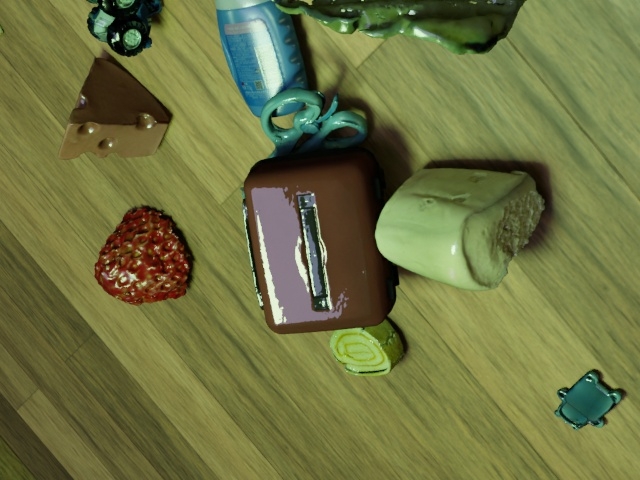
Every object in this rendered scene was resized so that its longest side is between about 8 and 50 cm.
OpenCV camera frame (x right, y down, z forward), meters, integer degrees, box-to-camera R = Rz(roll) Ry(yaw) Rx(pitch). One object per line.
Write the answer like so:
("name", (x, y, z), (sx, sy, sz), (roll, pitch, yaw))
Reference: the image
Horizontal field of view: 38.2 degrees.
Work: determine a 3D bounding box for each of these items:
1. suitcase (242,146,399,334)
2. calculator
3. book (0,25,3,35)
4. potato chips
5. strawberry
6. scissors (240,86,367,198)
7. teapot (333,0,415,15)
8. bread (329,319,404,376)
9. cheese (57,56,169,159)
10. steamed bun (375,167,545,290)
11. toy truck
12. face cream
("suitcase", (0.000, 0.000, 1.545), (0.236, 0.161, 0.297), (-7, 104, 11))
("calculator", (0.448, 0.275, 1.563), (0.094, 0.019, 0.141), (39, 139, 11))
("book", (-0.807, -0.488, 2.067), (0.242, 0.018, 0.170), (-21, 105, 46))
("potato chips", (0.109, -0.423, 1.171), (0.389, 0.097, 0.373), (19, 90, 9))
("strawberry", (-0.406, 0.060, 2.017), (0.234, 0.178, 0.233), (27, 134, 32))
("scissors", (-0.059, -0.150, 1.620), (0.180, 0.032, 0.393), (18, 152, -20))
("teapot", (0.071, -0.396, 1.303), (0.298, 0.139, 0.204), (34, 139, 15))
("bread", (0.087, 0.203, 1.782), (0.156, 0.064, 0.117), (-9, 109, 45))
("cheese", (-0.393, -0.234, 1.812), (0.177, 0.202, 0.128), (20, 138, -15))
("steamed bun", (0.208, -0.016, 1.442), (0.225, 0.200, 0.170), (18, 141, 47))
("toy truck", (-0.348, -0.439, 1.626), (0.113, 0.126, 0.208), (37, 146, 39))
("face cream", (-0.105, -0.338, 1.533), (0.149, 0.083, 0.264), (3, 121, 36))
